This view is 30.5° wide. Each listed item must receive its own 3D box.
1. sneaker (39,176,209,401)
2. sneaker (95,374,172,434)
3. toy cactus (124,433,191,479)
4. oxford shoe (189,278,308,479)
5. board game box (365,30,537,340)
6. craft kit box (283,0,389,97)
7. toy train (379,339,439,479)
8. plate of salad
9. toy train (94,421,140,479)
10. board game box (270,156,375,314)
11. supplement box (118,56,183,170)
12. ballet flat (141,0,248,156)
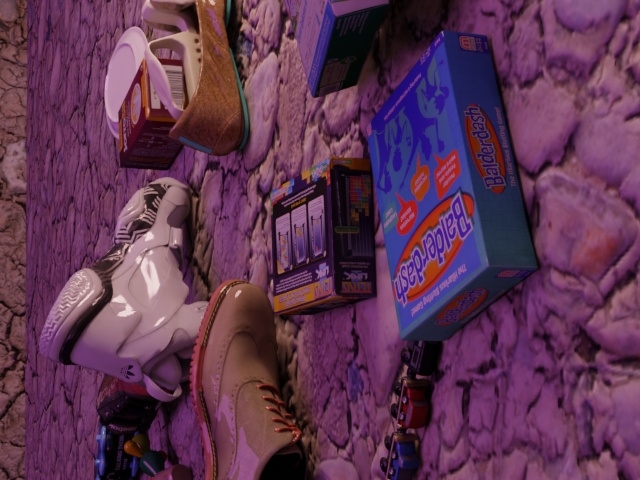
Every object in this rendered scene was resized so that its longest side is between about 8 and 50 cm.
[{"bbox_3d":[-0.221,0.071,1.651,0.366,0.210,0.137,-60,-2,-46],"label":"sneaker"},{"bbox_3d":[-0.280,0.234,1.791,0.276,0.097,0.135,168,116,-69],"label":"sneaker"},{"bbox_3d":[-0.253,0.376,1.749,0.180,0.112,0.219,-45,37,45],"label":"toy cactus"},{"bbox_3d":[-0.062,0.206,1.310,0.130,0.123,0.348,-17,69,39],"label":"oxford shoe"},{"bbox_3d":[0.102,-0.041,0.974,0.160,0.047,0.210,130,137,-56],"label":"board game box"},{"bbox_3d":[-0.010,-0.286,1.099,0.250,0.061,0.246,122,129,-81],"label":"craft kit box"},{"bbox_3d":[0.081,0.147,1.035,0.036,0.027,0.158,30,116,53],"label":"toy train"},{"bbox_3d":[-0.332,-0.275,2.066,0.200,0.048,0.200,-13,75,56],"label":"plate of salad"},{"bbox_3d":[-0.345,0.360,1.993,0.105,0.080,0.184,-112,30,-63],"label":"toy train"},{"bbox_3d":[0.000,0.000,1.219,0.170,0.048,0.141,158,110,-65],"label":"board game box"},{"bbox_3d":[-0.255,-0.193,1.820,0.188,0.081,0.104,135,133,-59],"label":"supplement box"},{"bbox_3d":[-0.177,-0.267,1.581,0.116,0.124,0.342,132,136,-56],"label":"ballet flat"}]
